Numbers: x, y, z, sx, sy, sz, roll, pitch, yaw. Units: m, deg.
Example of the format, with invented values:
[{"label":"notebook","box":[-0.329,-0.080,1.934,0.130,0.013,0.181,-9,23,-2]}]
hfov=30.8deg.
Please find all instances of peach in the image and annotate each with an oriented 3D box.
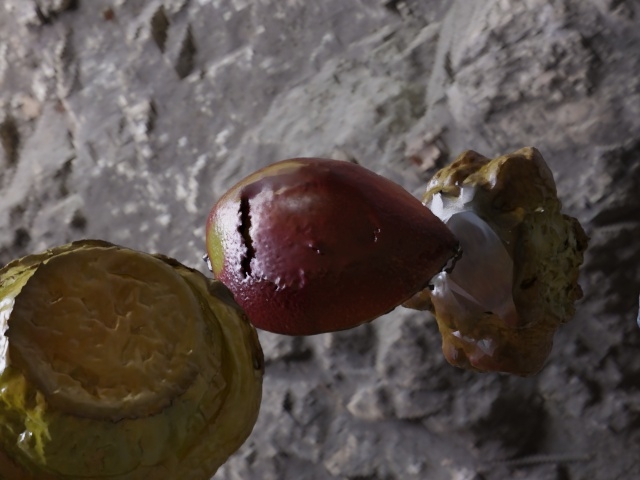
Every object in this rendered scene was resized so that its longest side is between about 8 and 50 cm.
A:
[{"label":"peach","box":[-0.003,-0.001,1.129,0.279,0.189,0.068,-1,159,24]}]

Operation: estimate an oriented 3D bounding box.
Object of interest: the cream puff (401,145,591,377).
[{"label":"cream puff","box":[0.193,0.016,1.323,0.241,0.155,0.269,38,116,30]}]

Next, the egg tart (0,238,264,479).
[{"label":"egg tart","box":[-0.179,0.102,0.976,0.288,0.288,0.118,45,143,14]}]

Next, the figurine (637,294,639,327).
[{"label":"figurine","box":[0.537,0.070,1.573,0.175,0.197,0.265,-147,63,-65]}]
